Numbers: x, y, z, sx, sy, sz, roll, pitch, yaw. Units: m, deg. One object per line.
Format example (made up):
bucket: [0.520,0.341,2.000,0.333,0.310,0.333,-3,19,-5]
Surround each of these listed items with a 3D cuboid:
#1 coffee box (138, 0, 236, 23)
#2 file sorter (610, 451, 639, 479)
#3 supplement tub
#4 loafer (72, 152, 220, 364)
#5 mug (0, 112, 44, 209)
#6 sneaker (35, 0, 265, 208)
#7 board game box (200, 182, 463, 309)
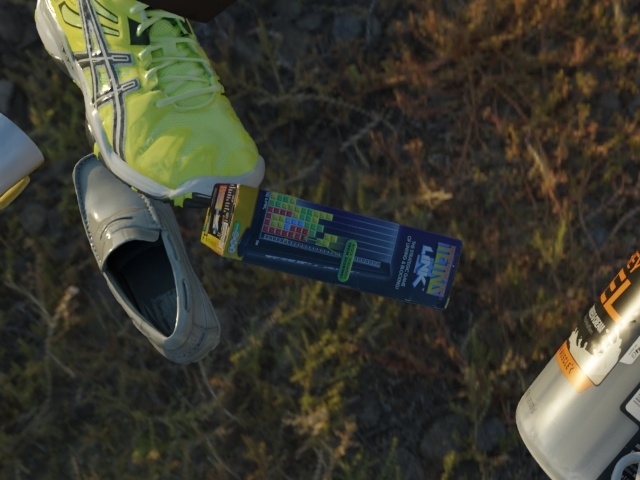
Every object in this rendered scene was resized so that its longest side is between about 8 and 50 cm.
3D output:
coffee box: [-0.085,-0.333,0.878,0.168,0.119,0.297,-23,62,47]
file sorter: [0.249,0.264,0.801,0.193,0.278,0.173,21,39,9]
supplement tub: [0.326,0.087,1.020,0.193,0.193,0.316,43,107,27]
loafer: [-0.227,0.009,1.525,0.112,0.111,0.319,-37,66,4]
mug: [-0.253,-0.055,0.946,0.062,0.078,0.064,15,60,52]
sneaker: [-0.185,-0.186,1.259,0.145,0.147,0.385,-21,58,-34]
board game box: [0.000,0.000,0.796,0.141,0.170,0.048,13,91,-11]
